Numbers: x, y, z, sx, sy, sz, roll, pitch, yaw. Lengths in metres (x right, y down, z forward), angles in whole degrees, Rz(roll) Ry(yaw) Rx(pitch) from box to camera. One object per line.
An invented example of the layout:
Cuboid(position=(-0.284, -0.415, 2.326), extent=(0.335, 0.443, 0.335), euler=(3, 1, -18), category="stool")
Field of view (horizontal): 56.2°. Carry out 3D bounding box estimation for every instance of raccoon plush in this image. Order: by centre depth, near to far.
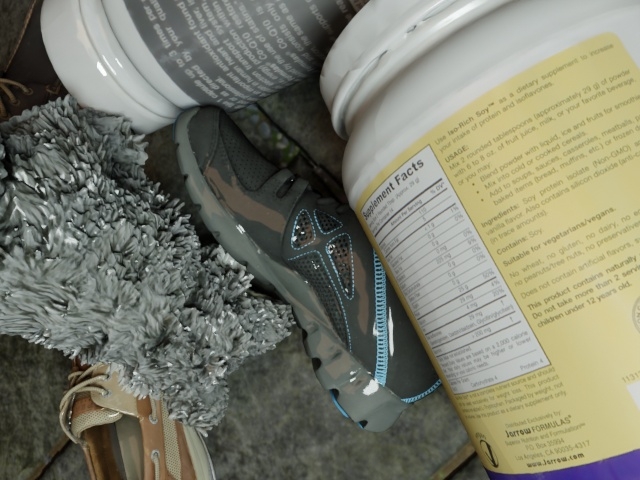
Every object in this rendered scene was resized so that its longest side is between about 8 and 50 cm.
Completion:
Cuboid(position=(-0.180, 0.064, 0.472), extent=(0.299, 0.446, 0.216), euler=(43, 101, -4), category="raccoon plush")

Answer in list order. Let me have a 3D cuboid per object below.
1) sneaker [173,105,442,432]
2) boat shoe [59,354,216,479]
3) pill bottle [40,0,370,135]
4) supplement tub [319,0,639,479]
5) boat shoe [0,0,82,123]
Cuboid(position=(0.000, 0.000, 0.554), extent=(0.139, 0.125, 0.341), euler=(-38, 89, 8), category="sneaker")
Cuboid(position=(-0.217, 0.171, 0.656), extent=(0.123, 0.116, 0.325), euler=(-34, 73, 20), category="boat shoe")
Cuboid(position=(-0.070, -0.240, 0.563), extent=(0.360, 0.204, 0.204), euler=(-18, 78, 24), category="pill bottle")
Cuboid(position=(0.160, -0.010, 0.405), extent=(0.241, 0.241, 0.332), euler=(-31, 76, 21), category="supplement tub")
Cuboid(position=(-0.364, -0.143, 0.743), extent=(0.132, 0.130, 0.356), euler=(10, 91, 26), category="boat shoe")
